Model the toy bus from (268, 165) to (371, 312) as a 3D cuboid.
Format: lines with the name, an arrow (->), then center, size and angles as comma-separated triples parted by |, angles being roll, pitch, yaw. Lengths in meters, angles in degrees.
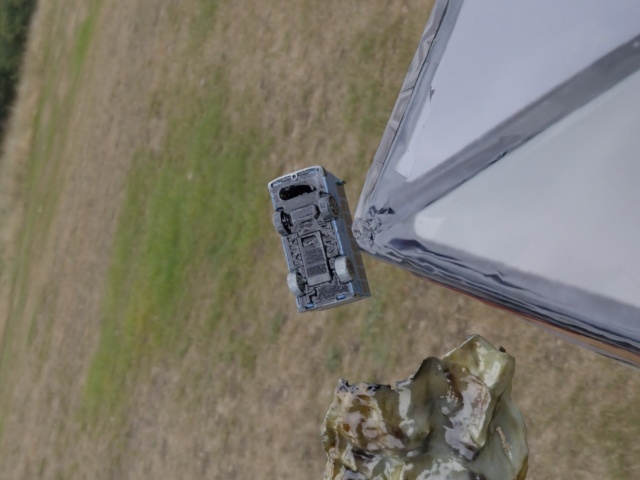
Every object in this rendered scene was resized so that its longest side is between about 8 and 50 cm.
toy bus -> 0.000, 0.000, 1.569 | 0.116, 0.133, 0.233 | -17, 79, 20

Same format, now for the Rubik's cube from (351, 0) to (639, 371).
Rubik's cube -> 0.247, -0.066, 0.469 | 0.307, 0.305, 0.310 | 19, 86, 47

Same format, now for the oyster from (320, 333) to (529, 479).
oyster -> 0.096, 0.261, 0.867 | 0.107, 0.201, 0.354 | -106, 21, -63
